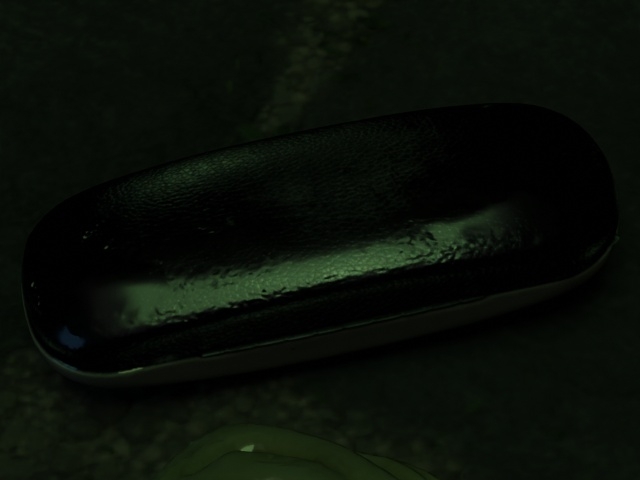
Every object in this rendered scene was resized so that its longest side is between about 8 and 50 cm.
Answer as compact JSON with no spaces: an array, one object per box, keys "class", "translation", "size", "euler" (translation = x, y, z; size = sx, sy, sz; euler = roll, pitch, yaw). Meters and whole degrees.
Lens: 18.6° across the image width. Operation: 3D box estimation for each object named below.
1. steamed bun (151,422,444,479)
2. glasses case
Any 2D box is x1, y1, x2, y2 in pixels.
[{"class":"steamed bun","translation":[-0.029,0.217,0.716],"size":[0.368,0.255,0.342],"euler":[1,47,4]},{"class":"glasses case","translation":[0.000,0.000,1.016],"size":[0.314,0.075,0.122],"euler":[-12,47,-5]}]
